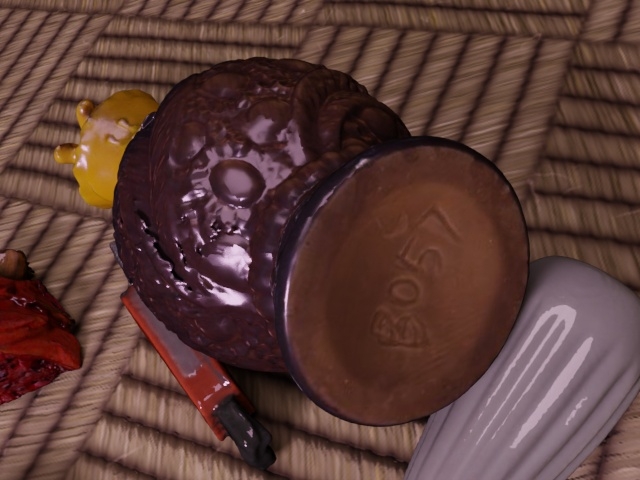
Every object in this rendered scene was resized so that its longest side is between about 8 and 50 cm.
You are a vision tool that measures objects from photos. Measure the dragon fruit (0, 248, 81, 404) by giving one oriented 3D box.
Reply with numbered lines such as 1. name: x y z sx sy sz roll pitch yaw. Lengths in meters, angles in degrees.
1. dragon fruit: -0.326 0.082 0.862 0.092 0.122 0.192 -6 37 -34

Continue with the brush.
1. brush: -0.138 0.097 0.767 0.051 0.070 0.323 -36 49 -8

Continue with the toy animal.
1. toy animal: -0.183 -0.086 0.874 0.230 0.156 0.156 23 67 21

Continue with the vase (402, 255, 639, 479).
1. vase: 0.144 0.134 0.601 0.128 0.128 0.248 31 80 35

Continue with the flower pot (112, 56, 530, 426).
1. flower pot: 0.000 0.000 0.612 0.266 0.266 0.267 -42 30 -11
